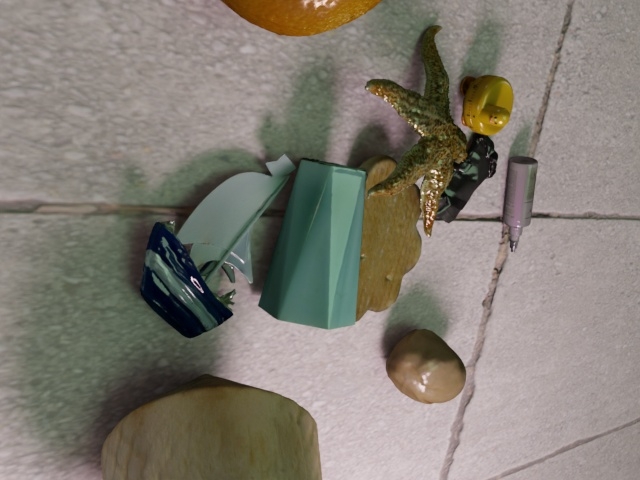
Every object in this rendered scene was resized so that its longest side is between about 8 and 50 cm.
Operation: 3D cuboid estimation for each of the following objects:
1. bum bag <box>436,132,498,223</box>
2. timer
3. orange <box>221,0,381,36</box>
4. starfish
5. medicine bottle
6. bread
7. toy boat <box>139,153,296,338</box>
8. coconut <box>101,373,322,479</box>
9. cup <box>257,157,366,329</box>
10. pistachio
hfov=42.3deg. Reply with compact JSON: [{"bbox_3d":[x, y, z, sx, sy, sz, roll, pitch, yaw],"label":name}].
[{"bbox_3d":[0.269,-0.112,1.520,0.198,0.049,0.087,-49,131,-19],"label":"bum bag"},{"bbox_3d":[0.303,-0.236,1.454,0.107,0.109,0.107,-22,122,-40],"label":"timer"},{"bbox_3d":[-0.023,-0.374,0.937,0.274,0.274,0.274,-21,121,-40],"label":"orange"},{"bbox_3d":[0.168,-0.146,1.308,0.358,0.078,0.347,-59,145,-40],"label":"starfish"},{"bbox_3d":[0.400,-0.068,1.671,0.057,0.057,0.199,-19,119,-41],"label":"medicine bottle"},{"bbox_3d":[0.091,0.007,1.376,0.207,0.056,0.287,18,92,-48],"label":"bread"},{"bbox_3d":[-0.129,0.015,1.145,0.291,0.070,0.210,-37,138,-38],"label":"toy boat"},{"bbox_3d":[-0.139,0.316,1.115,0.328,0.328,0.329,-21,121,-40],"label":"coconut"},{"bbox_3d":[0.000,0.000,1.230,0.134,0.148,0.236,8,96,-31],"label":"cup"},{"bbox_3d":[0.204,0.239,1.556,0.226,0.135,0.136,27,86,-55],"label":"pistachio"}]
